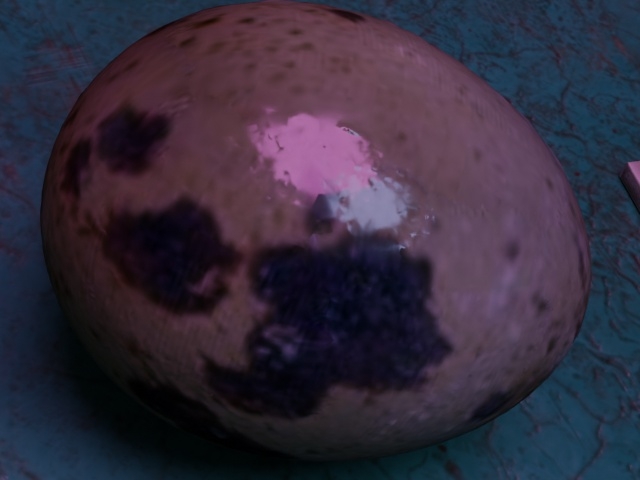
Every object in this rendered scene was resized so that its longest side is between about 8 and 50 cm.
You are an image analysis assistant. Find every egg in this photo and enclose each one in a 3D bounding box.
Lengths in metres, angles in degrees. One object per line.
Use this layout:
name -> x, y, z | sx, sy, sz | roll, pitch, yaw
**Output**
egg -> 0.000, 0.000, 1.307 | 0.428, 0.345, 0.345 | 20, 49, -18

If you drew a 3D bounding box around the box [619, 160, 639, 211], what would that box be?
box -> 0.339, -0.054, 1.659 | 0.083, 0.024, 0.054 | -8, 58, -24
